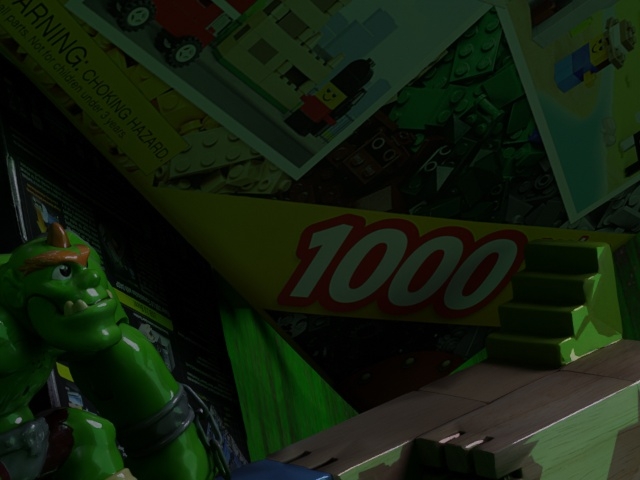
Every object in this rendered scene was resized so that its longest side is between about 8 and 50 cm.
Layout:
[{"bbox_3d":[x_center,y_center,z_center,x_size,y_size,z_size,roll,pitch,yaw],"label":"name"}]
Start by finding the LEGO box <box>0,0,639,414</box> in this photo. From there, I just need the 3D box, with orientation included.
[{"bbox_3d":[0.034,-0.182,0.861,0.193,0.372,0.500,55,4,37],"label":"LEGO box"}]

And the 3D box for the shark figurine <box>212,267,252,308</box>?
[{"bbox_3d":[-0.015,0.020,1.213,0.116,0.166,0.278,46,-24,14],"label":"shark figurine"}]

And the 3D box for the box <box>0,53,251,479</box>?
[{"bbox_3d":[-0.103,0.057,0.867,0.270,0.060,0.216,40,35,-70],"label":"box"}]

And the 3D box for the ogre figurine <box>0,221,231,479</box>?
[{"bbox_3d":[-0.104,0.060,0.650,0.197,0.097,0.118,-22,89,-44],"label":"ogre figurine"}]

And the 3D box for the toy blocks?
[{"bbox_3d":[0.072,0.219,0.872,0.261,0.191,0.381,-20,106,-38],"label":"toy blocks"}]
